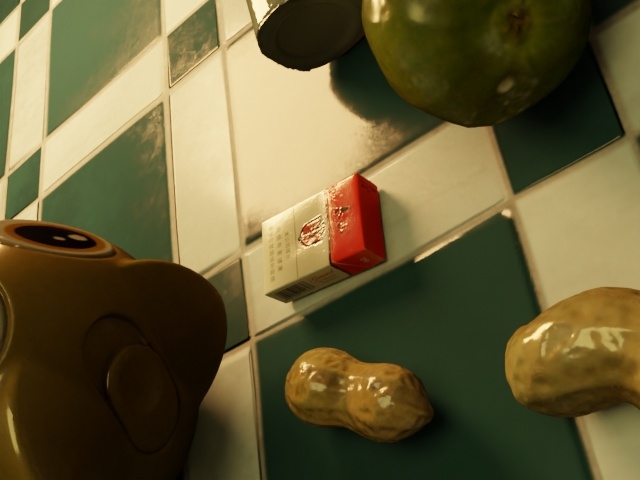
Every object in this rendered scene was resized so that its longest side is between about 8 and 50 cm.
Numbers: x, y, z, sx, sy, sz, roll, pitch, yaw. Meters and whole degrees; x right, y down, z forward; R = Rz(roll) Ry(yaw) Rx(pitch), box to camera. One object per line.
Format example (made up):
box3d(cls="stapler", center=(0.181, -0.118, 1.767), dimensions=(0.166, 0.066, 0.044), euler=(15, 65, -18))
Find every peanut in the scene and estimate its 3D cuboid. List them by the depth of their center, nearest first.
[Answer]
box3d(cls="peanut", center=(0.252, 0.086, 0.622), dimensions=(0.263, 0.101, 0.117), euler=(-3, 49, 44))
box3d(cls="peanut", center=(0.032, 0.151, 0.816), dimensions=(0.192, 0.089, 0.089), euler=(0, 71, 45))

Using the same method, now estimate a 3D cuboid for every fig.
box3d(cls="fig", center=(0.123, -0.258, 0.818), dimensions=(0.233, 0.233, 0.314), euler=(-48, 51, 16))

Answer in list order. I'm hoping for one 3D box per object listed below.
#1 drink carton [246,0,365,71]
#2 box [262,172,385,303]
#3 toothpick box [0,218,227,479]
box3d(cls="drink carton", center=(-0.021, -0.340, 1.044), dimensions=(0.185, 0.191, 0.190), euler=(-33, 61, 26))
box3d(cls="box", center=(0.000, 0.000, 0.949), dimensions=(0.152, 0.048, 0.100), euler=(-27, 55, 35))
box3d(cls="toothpick box", center=(-0.353, 0.174, 0.943), dimensions=(0.425, 0.409, 0.409), euler=(-10, 64, 31))
